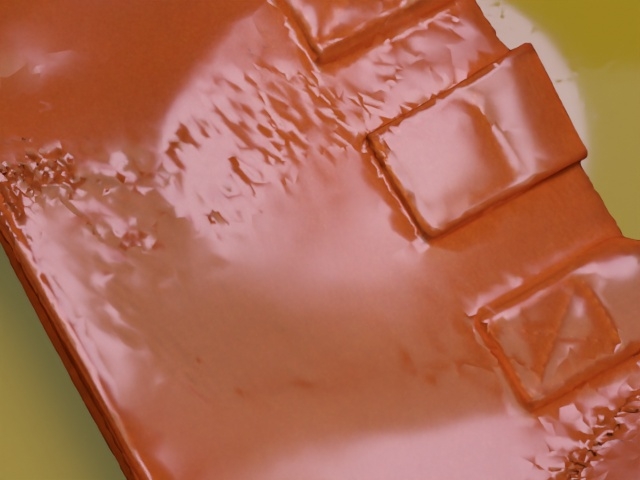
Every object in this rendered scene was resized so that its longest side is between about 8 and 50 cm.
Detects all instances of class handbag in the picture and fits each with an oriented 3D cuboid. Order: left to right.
[{"bbox_3d":[0.000,0.000,0.785,0.303,0.116,0.410,-29,80,-9],"label":"handbag"}]
